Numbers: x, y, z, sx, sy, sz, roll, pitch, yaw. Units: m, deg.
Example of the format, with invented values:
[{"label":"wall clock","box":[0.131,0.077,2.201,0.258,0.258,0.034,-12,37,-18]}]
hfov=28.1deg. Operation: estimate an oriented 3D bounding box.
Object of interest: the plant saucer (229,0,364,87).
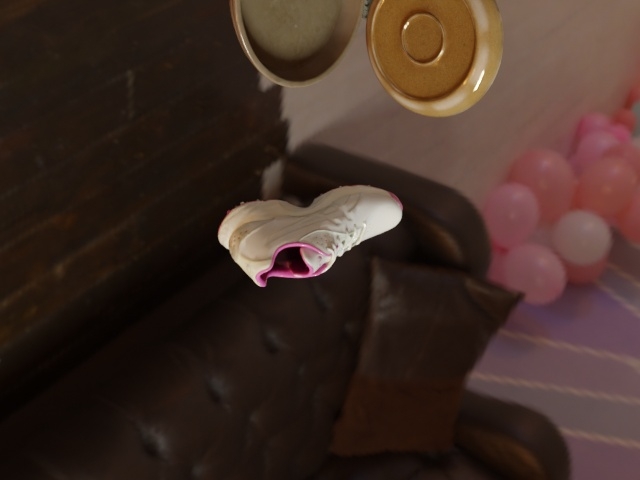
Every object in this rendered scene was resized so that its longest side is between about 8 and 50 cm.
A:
[{"label":"plant saucer","box":[-0.036,-0.358,1.821,0.278,0.041,0.278,-17,113,-47]}]

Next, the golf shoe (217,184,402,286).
[{"label":"golf shoe","box":[0.000,0.000,1.974,0.306,0.140,0.115,-11,139,-22]}]

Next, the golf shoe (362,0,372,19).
[{"label":"golf shoe","box":[0.066,-0.487,2.444,0.105,0.120,0.273,-63,-179,2]}]

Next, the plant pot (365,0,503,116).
[{"label":"plant pot","box":[0.156,-0.295,1.863,0.032,0.236,0.236,-18,126,-50]}]
